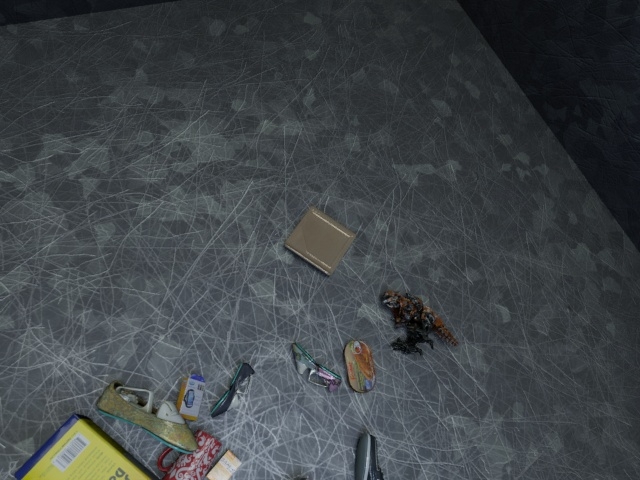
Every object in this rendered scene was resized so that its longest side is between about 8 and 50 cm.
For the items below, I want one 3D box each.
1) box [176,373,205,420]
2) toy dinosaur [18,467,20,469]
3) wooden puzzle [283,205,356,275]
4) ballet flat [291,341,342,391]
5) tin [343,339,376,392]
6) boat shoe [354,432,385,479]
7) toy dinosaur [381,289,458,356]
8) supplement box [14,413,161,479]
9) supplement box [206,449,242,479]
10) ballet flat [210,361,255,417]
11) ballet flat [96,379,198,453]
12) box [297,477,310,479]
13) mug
[{"bbox_3d":[-0.417,0.502,1.488,0.028,0.081,0.136,-9,59,29],"label":"box"},{"bbox_3d":[-0.746,0.761,1.254,0.296,0.200,0.127,42,102,33],"label":"toy dinosaur"},{"bbox_3d":[0.000,0.000,1.846,0.221,0.044,0.238,34,58,1],"label":"wooden puzzle"},{"bbox_3d":[-0.028,0.452,1.626,0.221,0.077,0.079,38,82,2],"label":"ballet flat"},{"bbox_3d":[0.140,0.457,1.684,0.106,0.040,0.189,-1,67,-20],"label":"tin"},{"bbox_3d":[0.163,0.790,1.509,0.091,0.114,0.302,10,77,-10],"label":"boat shoe"},{"bbox_3d":[0.377,0.308,1.761,0.322,0.164,0.218,15,45,15],"label":"toy dinosaur"},{"bbox_3d":[-0.613,0.678,1.288,0.356,0.194,0.195,39,62,3],"label":"supplement box"},{"bbox_3d":[-0.301,0.715,1.448,0.062,0.036,0.098,42,63,4],"label":"supplement box"},{"bbox_3d":[-0.281,0.502,1.530,0.074,0.074,0.203,32,60,0],"label":"ballet flat"},{"bbox_3d":[-0.509,0.518,1.392,0.349,0.123,0.123,19,62,13],"label":"ballet flat"},{"bbox_3d":[-0.053,0.865,1.395,0.149,0.127,0.232,-23,72,-24],"label":"box"},{"bbox_3d":[-0.398,0.664,1.402,0.150,0.113,0.169,37,59,-6],"label":"mug"}]
